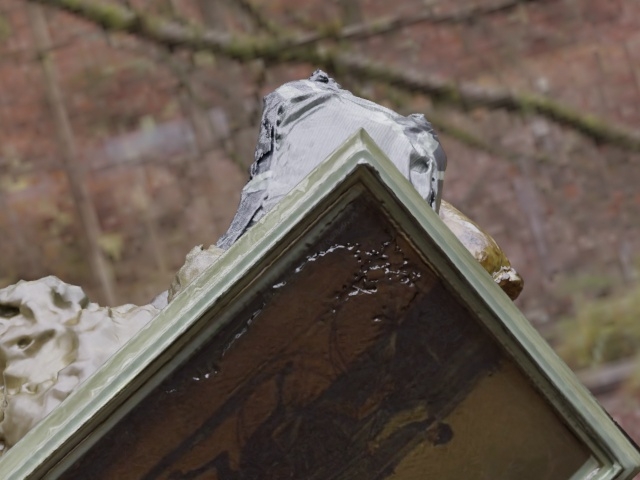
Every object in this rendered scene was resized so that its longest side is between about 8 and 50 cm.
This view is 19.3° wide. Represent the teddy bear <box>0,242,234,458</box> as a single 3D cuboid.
[{"bbox_3d":[-0.060,0.110,0.973,0.256,0.267,0.156,-5,-21,-27],"label":"teddy bear"}]

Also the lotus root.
[{"bbox_3d":[0.116,0.010,1.823,0.094,0.108,0.191,-25,45,-16],"label":"lotus root"}]

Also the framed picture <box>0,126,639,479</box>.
[{"bbox_3d":[-0.011,0.108,0.759,0.252,0.197,0.014,-43,14,-8],"label":"framed picture"}]

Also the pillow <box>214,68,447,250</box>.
[{"bbox_3d":[0.000,0.000,1.370,0.161,0.335,0.093,17,-43,2],"label":"pillow"}]
